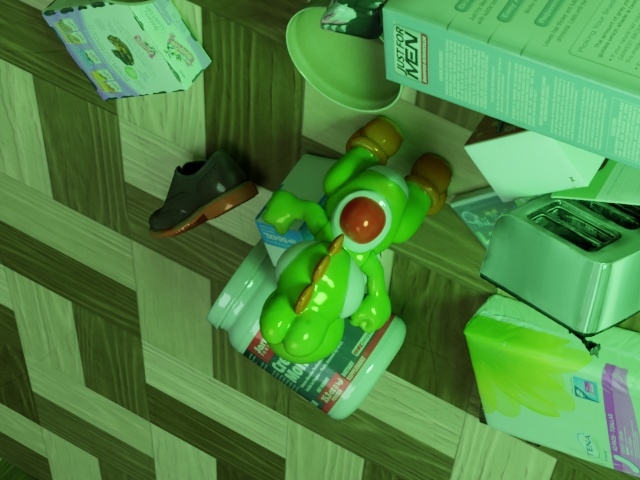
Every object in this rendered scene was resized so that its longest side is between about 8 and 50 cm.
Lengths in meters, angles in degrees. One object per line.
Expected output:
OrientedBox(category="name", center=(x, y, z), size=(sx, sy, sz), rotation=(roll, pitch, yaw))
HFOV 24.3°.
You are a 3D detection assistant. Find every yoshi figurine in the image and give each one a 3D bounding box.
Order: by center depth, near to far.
OrientedBox(category="yoshi figurine", center=(0.021, 0.023, 1.970), size=(0.203, 0.362, 0.203), rotation=(8, 139, 37))

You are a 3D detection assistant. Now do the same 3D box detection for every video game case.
OrientedBox(category="video game case", center=(0.290, -0.010, 1.994), size=(0.173, 0.022, 0.190), rotation=(49, 146, -19))

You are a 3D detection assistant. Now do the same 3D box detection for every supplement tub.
OrientedBox(category="supplement tub", center=(-0.021, 0.134, 2.321), size=(0.272, 0.191, 0.191), rotation=(35, 148, 2))

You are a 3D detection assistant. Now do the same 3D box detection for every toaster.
OrientedBox(category="toaster", center=(0.300, 0.019, 1.684), size=(0.186, 0.168, 0.110), rotation=(33, 131, 34))

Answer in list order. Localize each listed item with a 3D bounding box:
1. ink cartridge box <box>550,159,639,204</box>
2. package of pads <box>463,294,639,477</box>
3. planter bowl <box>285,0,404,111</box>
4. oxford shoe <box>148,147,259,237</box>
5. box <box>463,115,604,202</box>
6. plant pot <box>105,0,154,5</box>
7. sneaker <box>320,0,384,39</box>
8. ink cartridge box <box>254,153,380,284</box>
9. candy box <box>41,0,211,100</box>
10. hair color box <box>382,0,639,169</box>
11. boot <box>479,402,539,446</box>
OrientedBox(category="ink cartridge box", center=(0.399, -0.079, 1.655), size=(0.235, 0.171, 0.056), rotation=(4, 137, 41))
OrientedBox(category="package of pads", center=(0.367, 0.213, 2.140), size=(0.296, 0.101, 0.229), rotation=(16, 142, 31))
OrientedBox(category="planter bowl", center=(0.054, -0.253, 1.817), size=(0.162, 0.109, 0.162), rotation=(25, 148, 17))
OrientedBox(category="oxford shoe", center=(-0.197, -0.075, 2.333), size=(0.271, 0.097, 0.098), rotation=(-23, 96, 50))
OrientedBox(category="box", center=(0.269, -0.139, 1.702), size=(0.130, 0.170, 0.091), rotation=(-11, 125, 48))
OrientedBox(category="plant pot", center=(-0.232, -0.448, 1.758), size=(0.284, 0.191, 0.284), rotation=(25, 146, 18))
OrientedBox(category="sneaker", center=(0.047, -0.279, 1.638), size=(0.072, 0.077, 0.178), rotation=(14, 166, -8))
OrientedBox(category="ink cartridge box", center=(0.000, 0.000, 2.164), size=(0.086, 0.148, 0.203), rotation=(14, 142, 30))
OrientedBox(category="candy box", center=(-0.278, -0.290, 2.124), size=(0.196, 0.070, 0.165), rotation=(0, 134, 44))
OrientedBox(category="hair color box", center=(0.273, -0.210, 1.590), size=(0.374, 0.185, 0.113), rotation=(23, 147, 21))
OrientedBox(category="boot", center=(0.297, 0.275, 2.354), size=(0.114, 0.037, 0.106), rotation=(24, 145, 27))
